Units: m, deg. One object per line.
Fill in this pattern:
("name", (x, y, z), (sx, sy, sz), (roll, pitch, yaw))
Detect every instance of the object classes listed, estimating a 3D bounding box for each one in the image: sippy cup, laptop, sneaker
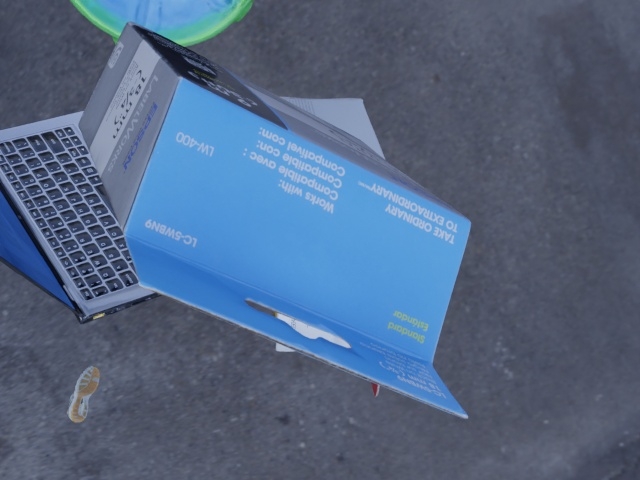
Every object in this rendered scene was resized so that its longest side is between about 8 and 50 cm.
("sippy cup", (-0.159, -0.352, 1.169), (0.240, 0.305, 0.224), (45, 21, -14))
("laptop", (-0.347, -0.109, 1.419), (0.408, 0.236, 0.382), (-19, 55, -31))
("sneaker", (-0.349, 0.220, 1.535), (0.032, 0.037, 0.083), (26, 78, -30))

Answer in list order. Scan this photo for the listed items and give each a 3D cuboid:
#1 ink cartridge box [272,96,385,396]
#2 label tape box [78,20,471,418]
("ink cartridge box", (0.000, 0.000, 1.282), (0.130, 0.309, 0.272), (0, 114, -6))
("label tape box", (-0.028, -0.032, 0.751), (0.240, 0.334, 0.106), (25, 101, -26))
